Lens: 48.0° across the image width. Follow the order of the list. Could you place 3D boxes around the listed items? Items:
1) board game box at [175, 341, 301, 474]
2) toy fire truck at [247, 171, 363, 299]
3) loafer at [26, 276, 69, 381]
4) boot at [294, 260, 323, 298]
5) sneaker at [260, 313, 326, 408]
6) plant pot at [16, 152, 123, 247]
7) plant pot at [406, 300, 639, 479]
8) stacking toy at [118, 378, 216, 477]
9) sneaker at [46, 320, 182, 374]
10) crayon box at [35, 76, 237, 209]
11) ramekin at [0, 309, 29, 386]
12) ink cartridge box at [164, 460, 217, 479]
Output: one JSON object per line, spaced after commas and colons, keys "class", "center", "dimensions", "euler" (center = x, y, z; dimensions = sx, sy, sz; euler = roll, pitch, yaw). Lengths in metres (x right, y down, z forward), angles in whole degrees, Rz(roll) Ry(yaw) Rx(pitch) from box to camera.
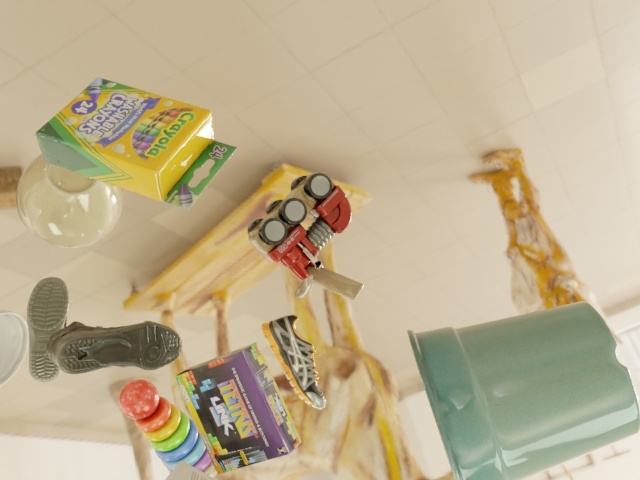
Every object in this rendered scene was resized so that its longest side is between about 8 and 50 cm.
{"class": "board game box", "center": [-0.128, 0.259, 1.101], "dimensions": [0.141, 0.170, 0.048], "euler": [-25, 180, 27]}
{"class": "toy fire truck", "center": [0.000, 0.000, 1.561], "dimensions": [0.217, 0.246, 0.158], "euler": [-46, -164, -16]}
{"class": "loafer", "center": [-0.655, 0.212, 1.714], "dimensions": [0.095, 0.251, 0.087], "euler": [8, 164, -20]}
{"class": "boot", "center": [-0.035, 0.110, 2.105], "dimensions": [0.118, 0.042, 0.087], "euler": [-49, 162, -28]}
{"class": "sneaker", "center": [-0.041, 0.251, 1.495], "dimensions": [0.083, 0.214, 0.084], "euler": [-30, 178, -5]}
{"class": "plant pot", "center": [-0.667, -0.145, 1.930], "dimensions": [0.284, 0.283, 0.191], "euler": [-5, 162, -23]}
{"class": "plant pot", "center": [0.369, 0.280, 1.316], "dimensions": [0.334, 0.341, 0.341], "euler": [-17, 154, 6]}
{"class": "stacking toy", "center": [-0.365, 0.444, 1.691], "dimensions": [0.141, 0.141, 0.330], "euler": [-23, 127, 11]}
{"class": "sneaker", "center": [-0.357, 0.176, 1.227], "dimensions": [0.228, 0.087, 0.130], "euler": [-2, -174, -40]}
{"class": "crayon box", "center": [-0.352, -0.196, 1.398], "dimensions": [0.323, 0.203, 0.083], "euler": [19, 140, 14]}
{"class": "ramekin", "center": [-0.834, 0.259, 1.766], "dimensions": [0.109, 0.207, 0.207], "euler": [15, 162, 20]}
{"class": "ink cartridge box", "center": [-0.134, 0.489, 1.069], "dimensions": [0.278, 0.201, 0.117], "euler": [35, 104, -14]}
